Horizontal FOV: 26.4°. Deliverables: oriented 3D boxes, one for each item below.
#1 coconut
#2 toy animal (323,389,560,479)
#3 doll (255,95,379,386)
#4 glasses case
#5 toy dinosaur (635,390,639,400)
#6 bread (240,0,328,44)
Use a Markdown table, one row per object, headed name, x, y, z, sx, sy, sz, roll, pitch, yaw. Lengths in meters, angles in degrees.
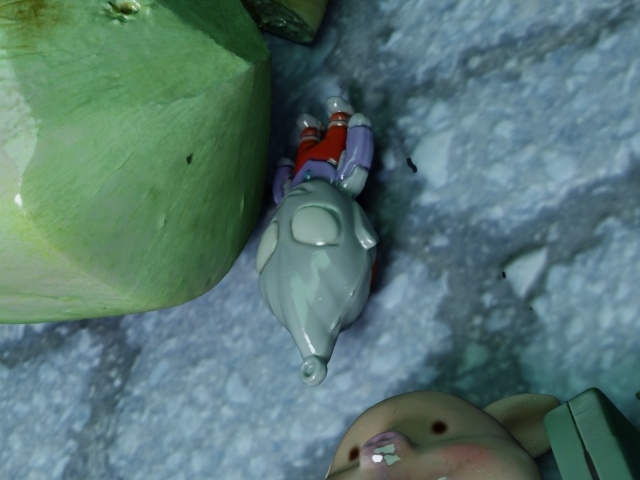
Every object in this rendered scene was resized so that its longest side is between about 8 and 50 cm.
| name | x | y | z | sx | sy | sz | roll | pitch | yaw |
| --- | --- | --- | --- | --- | --- | --- | --- | --- | --- |
| coconut | -0.171 | -0.091 | 0.971 | 0.329 | 0.281 | 0.328 | -22 | 42 | 21 |
| toy animal | 0.077 | 0.204 | 0.791 | 0.165 | 0.149 | 0.248 | -12 | 57 | 9 |
| doll | 0.000 | 0.000 | 0.960 | 0.102 | 0.075 | 0.227 | -25 | 47 | 39 |
| glasses case | 0.176 | 0.165 | 0.745 | 0.039 | 0.078 | 0.184 | -35 | 32 | 16 |
| toy dinosaur | 0.237 | 0.105 | 0.807 | 0.060 | 0.029 | 0.119 | -39 | 56 | -7 |
| bread | -0.045 | -0.220 | 1.076 | 0.094 | 0.083 | 0.157 | -36 | 55 | -2 |
